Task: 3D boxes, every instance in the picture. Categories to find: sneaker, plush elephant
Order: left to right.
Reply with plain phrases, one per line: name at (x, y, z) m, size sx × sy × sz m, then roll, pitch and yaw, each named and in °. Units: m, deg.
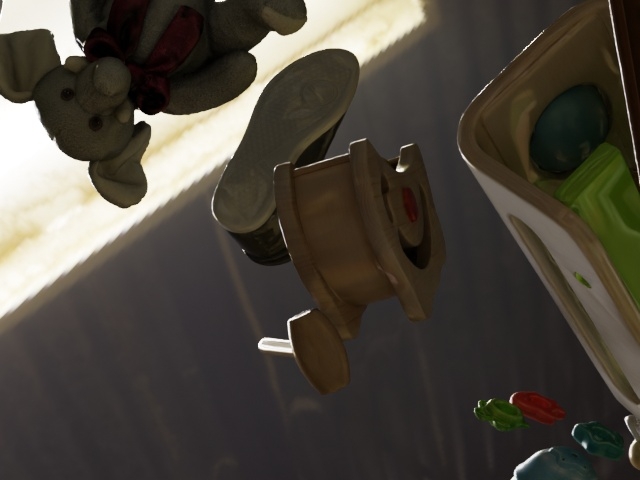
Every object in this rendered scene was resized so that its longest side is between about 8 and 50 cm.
plush elephant at (-0.229, -0.201, 1.568) m, size 0.330 × 0.272 × 0.255 m, roll -38°, pitch 18°, yaw 54°
sneaker at (-0.034, -0.098, 1.700) m, size 0.296 × 0.104 × 0.147 m, roll -60°, pitch -23°, yaw -25°

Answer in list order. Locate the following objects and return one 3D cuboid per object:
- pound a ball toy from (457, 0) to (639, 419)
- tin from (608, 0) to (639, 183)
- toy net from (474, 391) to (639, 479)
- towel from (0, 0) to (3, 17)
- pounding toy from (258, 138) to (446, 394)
pound a ball toy at (0.227, -0.017, 0.807) m, size 0.208 × 0.136 × 0.319 m, roll -44°, pitch -44°, yaw -4°
tin at (0.118, -0.058, 0.435) m, size 0.106 × 0.040 × 0.190 m, roll -56°, pitch -45°, yaw -66°
toy net at (0.220, 0.165, 1.070) m, size 0.232 × 0.122 × 0.045 m, roll 4°, pitch -65°, yaw -42°
towel at (-0.438, -0.246, 1.499) m, size 0.374 × 0.090 × 0.321 m, roll -51°, pitch -25°, yaw -82°
pounding toy at (0.000, 0.000, 1.098) m, size 0.269 × 0.154 × 0.154 m, roll -62°, pitch -46°, yaw -66°
